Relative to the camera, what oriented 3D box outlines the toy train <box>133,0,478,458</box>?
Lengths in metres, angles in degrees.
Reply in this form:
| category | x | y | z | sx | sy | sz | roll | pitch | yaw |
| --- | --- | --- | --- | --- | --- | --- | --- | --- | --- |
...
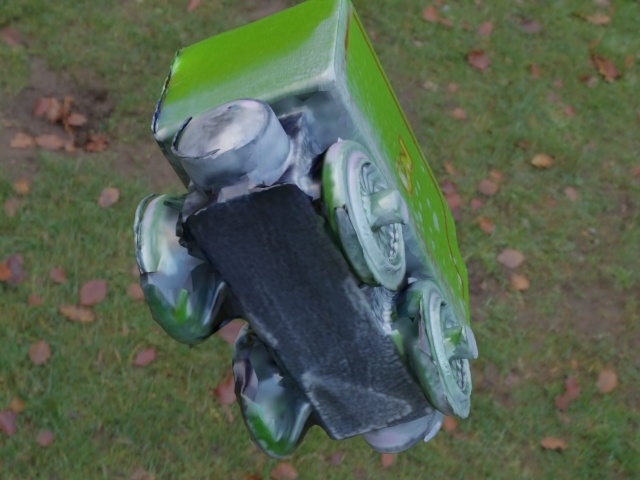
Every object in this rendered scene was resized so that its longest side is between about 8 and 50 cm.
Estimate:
| category | x | y | z | sx | sy | sz | roll | pitch | yaw |
| --- | --- | --- | --- | --- | --- | --- | --- | --- | --- |
| toy train | 0.000 | 0.000 | 0.739 | 0.173 | 0.307 | 0.249 | -17 | 38 | 19 |
